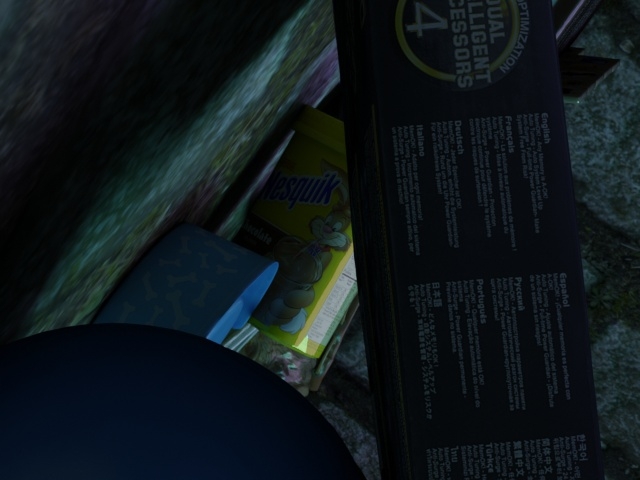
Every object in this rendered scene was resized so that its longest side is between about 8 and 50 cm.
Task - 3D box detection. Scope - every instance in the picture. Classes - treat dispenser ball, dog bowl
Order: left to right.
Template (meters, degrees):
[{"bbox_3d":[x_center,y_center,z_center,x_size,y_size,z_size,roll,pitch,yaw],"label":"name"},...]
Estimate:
[{"bbox_3d":[-0.103,0.185,0.825,0.288,0.288,0.288,-52,175,-6],"label":"treat dispenser ball"},{"bbox_3d":[-0.142,0.111,1.205,0.297,0.074,0.166,-56,175,25],"label":"dog bowl"}]

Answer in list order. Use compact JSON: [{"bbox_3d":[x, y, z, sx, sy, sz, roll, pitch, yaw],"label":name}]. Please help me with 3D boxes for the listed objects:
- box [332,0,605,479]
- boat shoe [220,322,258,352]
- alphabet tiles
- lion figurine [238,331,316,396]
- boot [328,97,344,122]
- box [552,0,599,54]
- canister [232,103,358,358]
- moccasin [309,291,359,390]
[{"bbox_3d":[0.065,-0.006,0.872,0.318,0.097,0.395,81,4,-80],"label":"box"},{"bbox_3d":[-0.134,0.137,1.376,0.267,0.088,0.096,-53,175,-4],"label":"boat shoe"},{"bbox_3d":[0.157,-0.157,1.483,0.237,0.198,0.009,-37,132,-65],"label":"alphabet tiles"},{"bbox_3d":[-0.143,0.216,1.496,0.392,0.142,0.240,-57,-175,-13],"label":"lion figurine"},{"bbox_3d":[0.101,-0.043,1.524,0.118,0.222,0.338,-53,175,11],"label":"boot"},{"bbox_3d":[0.182,-0.245,1.370,0.191,0.143,0.381,-55,173,22],"label":"box"},{"bbox_3d":[-0.005,-0.007,1.289,0.073,0.126,0.170,29,91,-40],"label":"canister"},{"bbox_3d":[0.073,0.034,2.250,0.380,0.147,0.139,-52,175,-12],"label":"moccasin"}]
